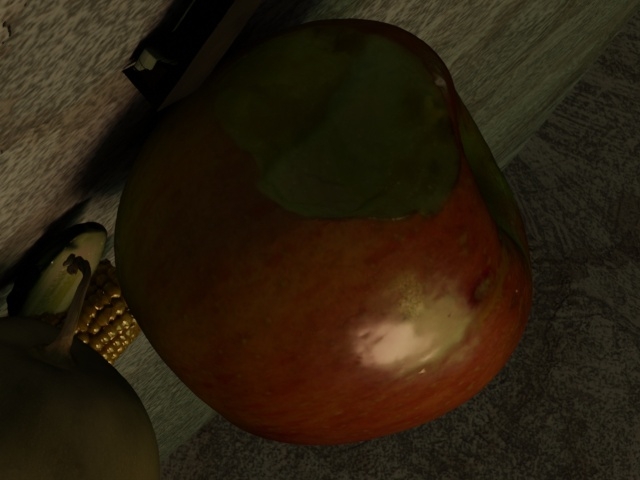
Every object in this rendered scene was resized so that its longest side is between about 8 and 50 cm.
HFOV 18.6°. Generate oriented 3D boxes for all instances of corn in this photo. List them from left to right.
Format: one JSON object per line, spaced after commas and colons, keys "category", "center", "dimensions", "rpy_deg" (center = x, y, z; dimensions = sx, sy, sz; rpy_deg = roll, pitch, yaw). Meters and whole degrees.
{"category": "corn", "center": [-0.268, 0.124, 1.752], "dimensions": [0.293, 0.106, 0.106], "rpy_deg": [-45, 174, -11]}

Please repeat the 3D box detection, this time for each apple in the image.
{"category": "apple", "center": [0.000, 0.000, 1.552], "dimensions": [0.339, 0.339, 0.339], "rpy_deg": [-42, 173, -6]}

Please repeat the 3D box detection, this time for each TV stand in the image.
{"category": "TV stand", "center": [-0.053, -0.182, 1.293], "dimensions": [0.049, 0.040, 0.256], "rpy_deg": [-34, 169, -45]}

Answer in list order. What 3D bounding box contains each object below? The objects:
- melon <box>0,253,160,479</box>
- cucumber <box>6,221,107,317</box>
{"category": "melon", "center": [-0.259, 0.203, 1.565], "dimensions": [0.272, 0.272, 0.308], "rpy_deg": [-36, 151, -42]}
{"category": "cucumber", "center": [-0.217, 0.018, 1.620], "dimensions": [0.067, 0.035, 0.107], "rpy_deg": [-4, 141, -50]}
